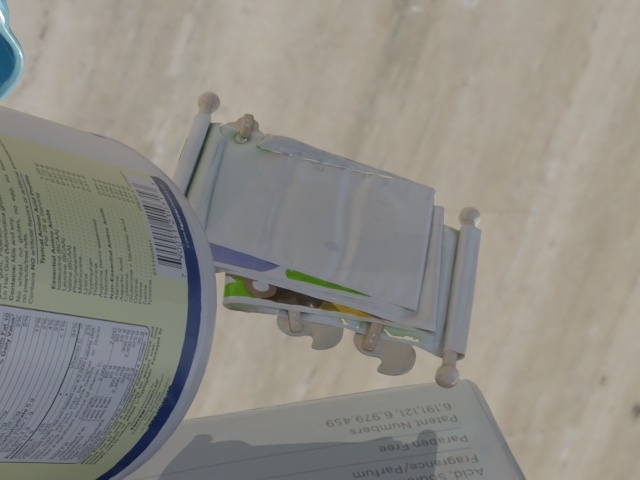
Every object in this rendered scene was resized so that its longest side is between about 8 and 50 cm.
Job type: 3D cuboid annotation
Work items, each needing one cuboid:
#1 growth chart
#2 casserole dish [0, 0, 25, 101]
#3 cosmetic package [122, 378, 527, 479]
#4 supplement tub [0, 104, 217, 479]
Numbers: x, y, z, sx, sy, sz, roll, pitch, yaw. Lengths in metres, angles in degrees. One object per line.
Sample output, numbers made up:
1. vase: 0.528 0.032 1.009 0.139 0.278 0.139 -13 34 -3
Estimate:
1. growth chart: 0.000 0.000 1.081 0.021 0.237 0.172 112 1 -53
2. casserole dish: -0.206 -0.066 0.627 0.188 0.037 0.114 -29 142 18
3. cosmetic package: 0.002 0.354 1.072 0.328 0.393 0.329 -6 129 -16
4. supplement tub: -0.235 0.029 0.889 0.325 0.235 0.235 14 100 -59
